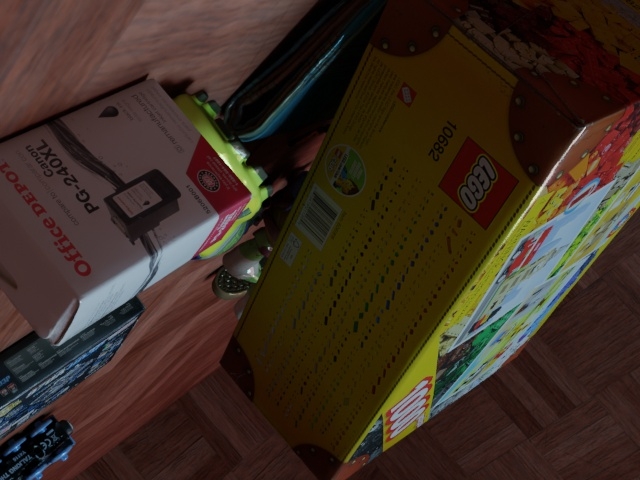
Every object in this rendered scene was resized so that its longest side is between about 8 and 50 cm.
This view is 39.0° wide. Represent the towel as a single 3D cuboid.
[{"bbox_3d":[0.067,-0.210,0.893,0.271,0.040,0.370,-42,177,23],"label":"towel"}]

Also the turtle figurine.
[{"bbox_3d":[0.000,0.000,1.258,0.266,0.198,0.275,-46,169,33],"label":"turtle figurine"}]

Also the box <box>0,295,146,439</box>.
[{"bbox_3d":[-0.314,0.148,1.023,0.220,0.051,0.175,-37,173,-37],"label":"box"}]

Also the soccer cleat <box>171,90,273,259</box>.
[{"bbox_3d":[-0.112,-0.034,0.762,0.121,0.093,0.289,-31,172,-10],"label":"soccer cleat"}]

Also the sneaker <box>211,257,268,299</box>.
[{"bbox_3d":[-0.126,0.061,1.569,0.192,0.064,0.086,-40,171,-45],"label":"sneaker"}]

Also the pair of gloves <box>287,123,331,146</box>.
[{"bbox_3d":[0.004,-0.129,1.067,0.083,0.010,0.074,-26,-173,-37],"label":"pair of gloves"}]

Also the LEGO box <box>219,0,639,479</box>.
[{"bbox_3d":[0.155,-0.024,0.920,0.372,0.193,0.500,-24,151,-42],"label":"LEGO box"}]

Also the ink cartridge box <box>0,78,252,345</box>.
[{"bbox_3d":[-0.136,-0.022,0.570,0.150,0.109,0.063,-36,174,-42],"label":"ink cartridge box"}]

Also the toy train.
[{"bbox_3d":[-0.478,0.355,1.445,0.184,0.080,0.105,-40,-176,-35],"label":"toy train"}]
